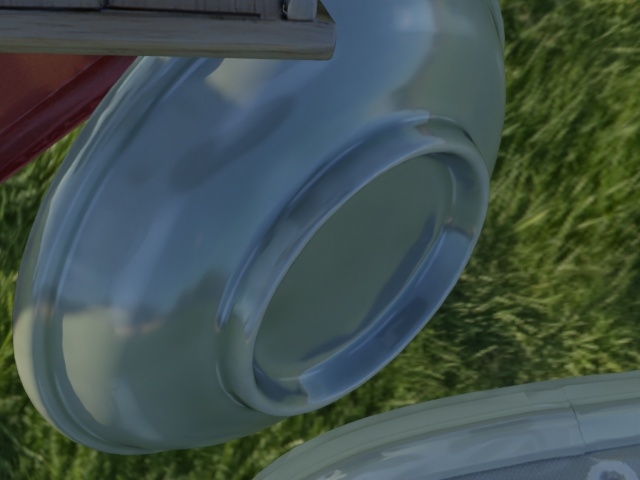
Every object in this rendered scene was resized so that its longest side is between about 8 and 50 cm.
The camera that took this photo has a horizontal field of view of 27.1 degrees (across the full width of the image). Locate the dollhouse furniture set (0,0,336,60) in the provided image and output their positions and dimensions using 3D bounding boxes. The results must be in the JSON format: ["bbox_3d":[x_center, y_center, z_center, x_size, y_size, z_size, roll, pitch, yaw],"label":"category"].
[{"bbox_3d":[-0.007,-0.067,0.173,0.303,0.355,0.174,-1,115,-11],"label":"dollhouse furniture set"}]

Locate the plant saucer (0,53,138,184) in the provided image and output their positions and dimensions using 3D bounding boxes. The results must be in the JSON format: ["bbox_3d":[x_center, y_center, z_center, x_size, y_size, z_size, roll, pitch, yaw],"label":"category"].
[{"bbox_3d":[-0.283,-0.168,1.167,0.259,0.258,0.048,-38,62,-4],"label":"plant saucer"}]

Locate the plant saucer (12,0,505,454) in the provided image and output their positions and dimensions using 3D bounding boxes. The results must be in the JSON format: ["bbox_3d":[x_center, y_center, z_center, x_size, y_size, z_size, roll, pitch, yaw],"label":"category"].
[{"bbox_3d":[0.000,0.000,0.840,0.400,0.400,0.100,-41,59,-15],"label":"plant saucer"}]

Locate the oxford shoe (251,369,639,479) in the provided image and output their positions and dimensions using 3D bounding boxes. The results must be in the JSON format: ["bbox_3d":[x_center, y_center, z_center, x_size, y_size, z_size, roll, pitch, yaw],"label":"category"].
[{"bbox_3d":[0.194,0.101,0.424,0.449,0.169,0.130,-11,51,-6],"label":"oxford shoe"}]
